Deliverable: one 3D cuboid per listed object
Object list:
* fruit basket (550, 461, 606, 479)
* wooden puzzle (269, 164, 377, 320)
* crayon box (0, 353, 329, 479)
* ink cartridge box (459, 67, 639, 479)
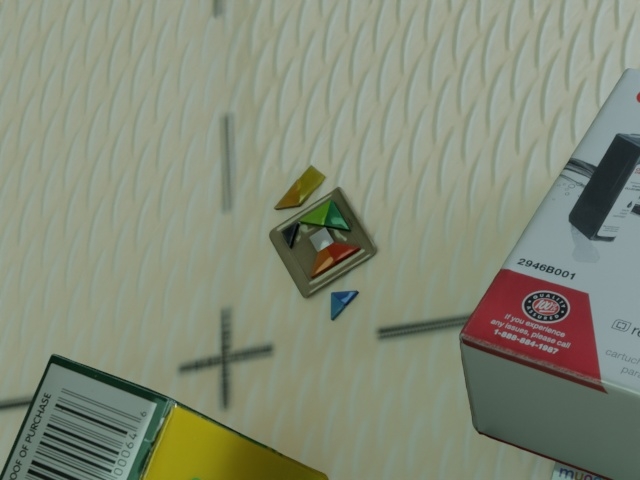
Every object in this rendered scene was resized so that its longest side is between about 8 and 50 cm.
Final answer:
[{"bbox_3d":[0.289,0.330,1.170,0.353,0.165,0.327,12,78,9],"label":"fruit basket"},{"bbox_3d":[0.000,0.000,1.443,0.078,0.014,0.116,-41,64,6],"label":"wooden puzzle"},{"bbox_3d":[-0.147,0.290,1.241,0.106,0.313,0.363,19,81,22],"label":"crayon box"},{"bbox_3d":[0.244,0.028,1.222,0.197,0.114,0.273,18,54,26],"label":"ink cartridge box"}]
